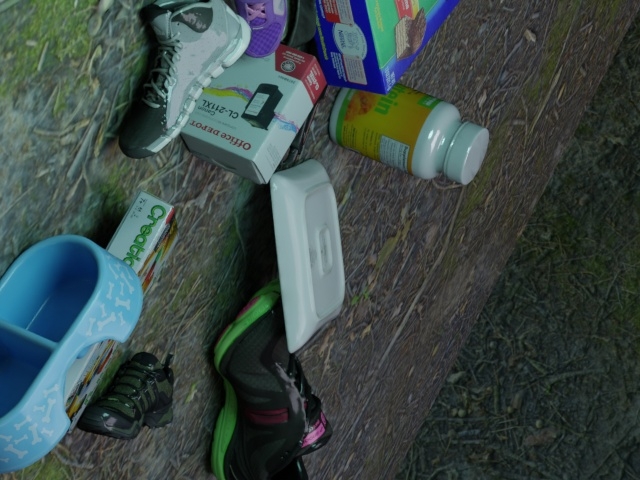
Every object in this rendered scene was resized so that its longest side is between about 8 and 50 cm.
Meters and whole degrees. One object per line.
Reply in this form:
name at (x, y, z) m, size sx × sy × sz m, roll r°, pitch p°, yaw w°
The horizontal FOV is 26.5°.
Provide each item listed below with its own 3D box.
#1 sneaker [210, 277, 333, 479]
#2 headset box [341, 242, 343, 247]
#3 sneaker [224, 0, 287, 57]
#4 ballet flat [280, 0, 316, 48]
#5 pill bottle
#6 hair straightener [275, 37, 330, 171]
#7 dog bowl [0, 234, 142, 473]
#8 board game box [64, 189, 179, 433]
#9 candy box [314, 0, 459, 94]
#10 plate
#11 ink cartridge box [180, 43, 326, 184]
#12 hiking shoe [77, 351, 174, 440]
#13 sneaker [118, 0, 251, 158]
sneaker at (-0.065, 0.256, 2.278) m, size 0.185 × 0.202 × 0.483 m, roll -49°, pitch 153°, yaw -41°
headset box at (0.000, 0.000, 2.363) m, size 0.032 × 0.062 × 0.083 m, roll -63°, pitch 158°, yaw -8°
sneaker at (-0.087, -0.322, 1.709) m, size 0.105 × 0.095 × 0.236 m, roll -104°, pitch -172°, yaw -47°
ballet flat at (-0.051, -0.353, 1.823) m, size 0.096 × 0.095 × 0.280 m, roll -42°, pitch 151°, yaw -24°
pill bottle at (0.151, -0.183, 2.273) m, size 0.136 × 0.245 × 0.136 m, roll -51°, pitch 155°, yaw -36°
hair straightener at (-0.034, -0.211, 2.096) m, size 0.230 × 0.047 × 0.089 m, roll -65°, pitch 160°, yaw 10°
dog bowl at (-0.330, 0.120, 1.554) m, size 0.297 × 0.166 × 0.074 m, roll -59°, pitch 147°, yaw -20°
board game box at (-0.276, 0.096, 1.725) m, size 0.305 × 0.053 × 0.193 m, roll -62°, pitch 178°, yaw -11°
candy box at (0.107, -0.421, 2.038) m, size 0.317 × 0.122 × 0.268 m, roll -54°, pitch 145°, yaw -34°
plate at (-0.012, 0.017, 2.162) m, size 0.278 × 0.045 × 0.277 m, roll -31°, pitch 116°, yaw -73°
ink cartridge box at (-0.092, -0.182, 1.846) m, size 0.175 × 0.127 × 0.072 m, roll -60°, pitch 158°, yaw -16°
hiking shoe at (-0.274, 0.214, 1.920) m, size 0.227 × 0.086 × 0.114 m, roll -4°, pitch 103°, yaw -73°
sneaker at (-0.194, -0.219, 1.654) m, size 0.229 × 0.086 × 0.132 m, roll -53°, pitch 137°, yaw -13°
